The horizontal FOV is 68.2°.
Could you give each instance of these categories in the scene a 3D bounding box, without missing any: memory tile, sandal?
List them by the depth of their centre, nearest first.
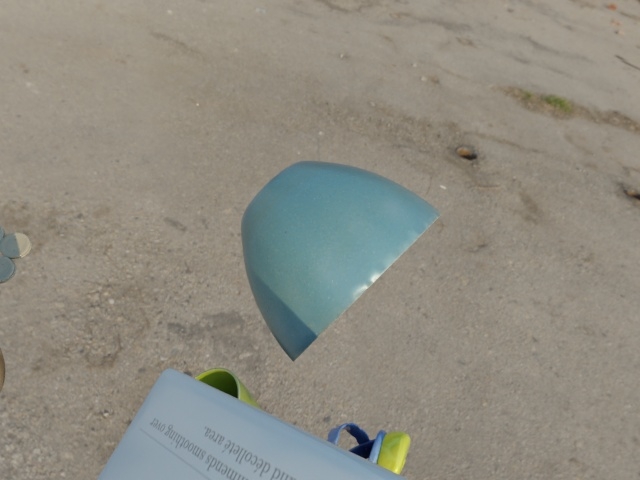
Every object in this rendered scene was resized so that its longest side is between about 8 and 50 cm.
[{"bbox_3d":[-0.456,0.041,0.606,0.113,0.012,0.148,20,65,-4],"label":"memory tile"},{"bbox_3d":[0.060,0.449,0.867,0.138,0.317,0.126,21,23,18],"label":"sandal"}]

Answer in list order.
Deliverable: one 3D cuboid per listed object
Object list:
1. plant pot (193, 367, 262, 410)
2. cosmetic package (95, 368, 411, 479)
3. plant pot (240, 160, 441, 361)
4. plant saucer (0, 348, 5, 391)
[{"bbox_3d":[-0.257,0.563,1.369,0.274,0.293,0.275,-24,37,20],"label":"plant pot"},{"bbox_3d":[-0.045,0.383,0.400,0.329,0.327,0.394,6,58,44],"label":"cosmetic package"},{"bbox_3d":[0.000,0.000,0.682,0.195,0.290,0.290,45,48,8],"label":"plant pot"},{"bbox_3d":[-0.432,0.095,0.413,0.277,0.278,0.041,10,35,-8],"label":"plant saucer"}]
